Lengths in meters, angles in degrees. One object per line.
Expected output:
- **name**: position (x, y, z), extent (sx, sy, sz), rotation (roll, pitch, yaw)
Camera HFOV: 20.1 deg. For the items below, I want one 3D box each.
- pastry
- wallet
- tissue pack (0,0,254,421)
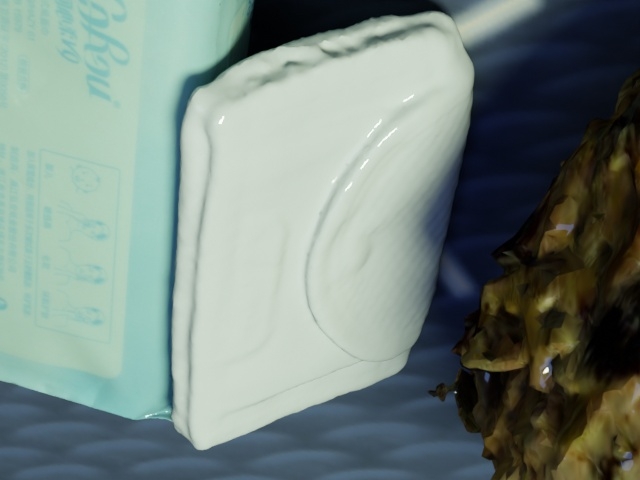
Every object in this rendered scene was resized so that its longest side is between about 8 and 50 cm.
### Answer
- **pastry**: position (0.169, 0.060, 0.609), extent (0.193, 0.275, 0.275), rotation (14, 144, -41)
- **wallet**: position (0.000, 0.000, 0.698), extent (0.032, 0.124, 0.183), rotation (50, 146, 37)
- **tissue pack**: position (-0.115, -0.063, 0.704), extent (0.177, 0.089, 0.263), rotation (15, 129, 8)
